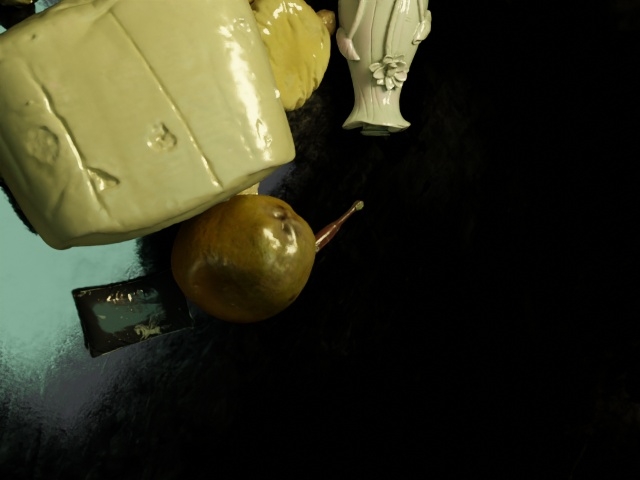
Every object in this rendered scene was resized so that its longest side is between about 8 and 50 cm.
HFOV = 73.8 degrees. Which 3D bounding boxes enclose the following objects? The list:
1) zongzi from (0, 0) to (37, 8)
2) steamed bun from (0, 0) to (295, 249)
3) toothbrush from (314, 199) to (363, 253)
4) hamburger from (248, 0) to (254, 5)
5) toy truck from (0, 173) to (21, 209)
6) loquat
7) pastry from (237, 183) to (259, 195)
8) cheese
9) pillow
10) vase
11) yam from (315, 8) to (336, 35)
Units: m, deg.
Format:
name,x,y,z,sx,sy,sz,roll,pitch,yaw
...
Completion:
name,x,y,z,sx,sy,sz,roll,pitch,yaw
zongzi,-0.502,-0.520,0.684,0.221,0.112,0.242,60,40,-40
steamed bun,-0.301,-0.216,0.740,0.456,0.290,0.371,-24,103,-18
toothbrush,-0.001,0.000,1.156,0.364,0.041,0.041,-42,118,-27
hamburger,-0.248,-0.559,0.821,0.300,0.176,0.300,1,89,-39
toy truck,-0.520,-0.110,0.729,0.063,0.052,0.123,-51,120,-30
loquat,-0.155,0.026,0.883,0.276,0.284,0.276,36,36,-32
pastry,-0.180,-0.199,0.963,0.121,0.089,0.258,8,88,-48
cheese,-0.085,-0.392,0.903,0.226,0.117,0.214,28,91,-52
pillow,-0.371,0.144,0.871,0.208,0.055,0.141,-16,96,-37
vase,0.155,-0.502,1.113,0.250,0.250,0.445,-6,103,-38
yam,-0.087,-0.453,1.024,0.356,0.081,0.081,-45,119,-27
